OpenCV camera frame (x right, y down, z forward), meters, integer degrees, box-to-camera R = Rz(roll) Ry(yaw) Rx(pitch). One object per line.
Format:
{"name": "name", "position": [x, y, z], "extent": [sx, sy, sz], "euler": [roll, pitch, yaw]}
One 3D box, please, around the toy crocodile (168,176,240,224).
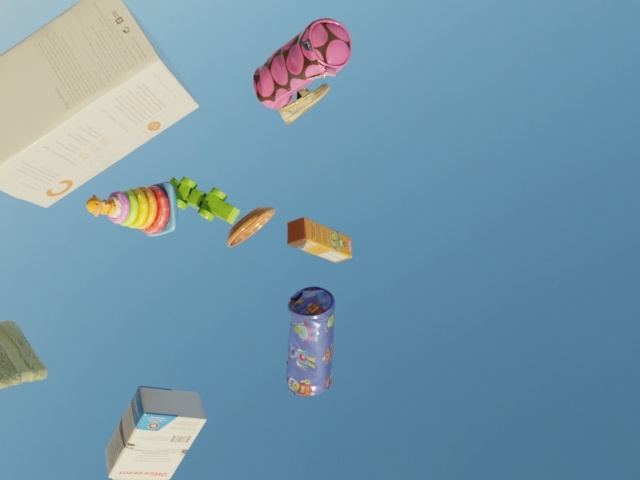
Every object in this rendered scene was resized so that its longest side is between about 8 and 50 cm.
{"name": "toy crocodile", "position": [-0.445, -0.148, 2.523], "extent": [0.340, 0.105, 0.115], "euler": [22, -99, 21]}

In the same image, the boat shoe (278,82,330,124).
{"name": "boat shoe", "position": [-0.045, -0.389, 1.861], "extent": [0.170, 0.059, 0.063], "euler": [-43, -169, -20]}

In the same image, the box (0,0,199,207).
{"name": "box", "position": [-0.419, -0.234, 1.161], "extent": [0.345, 0.215, 0.168], "euler": [-34, -101, 1]}

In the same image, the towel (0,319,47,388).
{"name": "towel", "position": [-0.571, 0.201, 1.228], "extent": [0.148, 0.110, 0.027], "euler": [48, -66, 21]}

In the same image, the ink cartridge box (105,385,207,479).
{"name": "ink cartridge box", "position": [-0.363, 0.425, 1.484], "extent": [0.203, 0.148, 0.086], "euler": [-57, -142, 22]}

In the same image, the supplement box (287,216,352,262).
{"name": "supplement box", "position": [0.000, 0.000, 2.106], "extent": [0.080, 0.233, 0.078], "euler": [-17, -116, 35]}

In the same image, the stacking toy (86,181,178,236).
{"name": "stacking toy", "position": [-0.624, -0.104, 2.185], "extent": [0.165, 0.302, 0.175], "euler": [-10, -95, 36]}

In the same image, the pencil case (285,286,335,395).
{"name": "pencil case", "position": [-0.029, 0.263, 1.748], "extent": [0.133, 0.306, 0.119], "euler": [19, -142, 23]}

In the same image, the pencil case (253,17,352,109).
{"name": "pencil case", "position": [-0.037, -0.288, 1.141], "extent": [0.209, 0.095, 0.098], "euler": [-18, -102, 58]}

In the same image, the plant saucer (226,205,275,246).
{"name": "plant saucer", "position": [-0.238, -0.053, 2.267], "extent": [0.200, 0.037, 0.200], "euler": [-38, 175, -4]}
